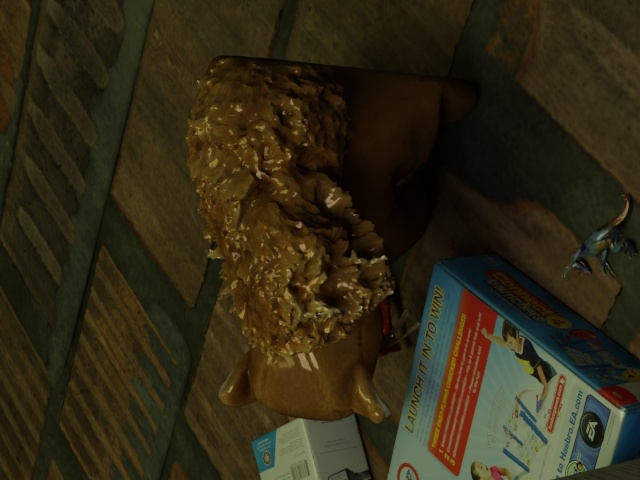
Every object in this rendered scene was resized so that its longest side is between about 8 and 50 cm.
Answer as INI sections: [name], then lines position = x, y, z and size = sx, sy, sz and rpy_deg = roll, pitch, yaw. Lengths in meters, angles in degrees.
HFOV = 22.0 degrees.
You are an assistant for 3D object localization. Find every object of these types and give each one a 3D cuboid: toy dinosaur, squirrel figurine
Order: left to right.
[squirrel figurine]
position = -0.022, 0.007, 1.656
size = 0.281, 0.397, 0.370
rpy_deg = 8, 96, 15
[toy dinosaur]
position = 0.270, 0.006, 1.588
size = 0.090, 0.047, 0.082
rpy_deg = -65, 21, -11

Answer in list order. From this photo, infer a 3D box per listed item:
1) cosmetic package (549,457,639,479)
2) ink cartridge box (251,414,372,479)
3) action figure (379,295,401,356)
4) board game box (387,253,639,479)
[cosmetic package]
position = 0.310, 0.278, 1.420
size = 0.151, 0.184, 0.151
rpy_deg = 13, 107, 55
[ink cartridge box]
position = -0.001, 0.315, 2.009
size = 0.139, 0.082, 0.190
rpy_deg = -34, 68, 55
[action figure]
position = 0.000, 0.000, 1.900
size = 0.091, 0.139, 0.280
rpy_deg = 151, 112, -67
[board game box]
position = 0.204, 0.217, 1.666
size = 0.302, 0.086, 0.308
rpy_deg = 41, 129, 47
